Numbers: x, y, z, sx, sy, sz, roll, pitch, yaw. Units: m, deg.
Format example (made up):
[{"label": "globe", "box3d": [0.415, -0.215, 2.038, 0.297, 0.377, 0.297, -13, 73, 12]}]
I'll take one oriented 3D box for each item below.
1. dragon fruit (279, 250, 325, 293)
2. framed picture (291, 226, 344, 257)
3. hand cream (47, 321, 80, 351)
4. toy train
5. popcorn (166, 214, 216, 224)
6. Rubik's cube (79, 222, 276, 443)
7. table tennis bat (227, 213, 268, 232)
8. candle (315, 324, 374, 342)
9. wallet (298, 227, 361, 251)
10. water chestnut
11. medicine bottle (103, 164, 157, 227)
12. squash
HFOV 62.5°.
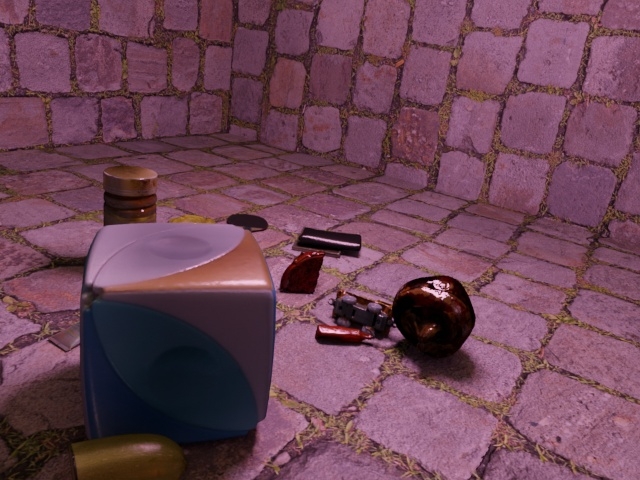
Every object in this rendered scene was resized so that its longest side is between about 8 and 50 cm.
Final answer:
[{"label": "dragon fruit", "box3d": [-0.058, 0.082, 1.699, 0.127, 0.161, 0.120, 14, 20, -18]}, {"label": "framed picture", "box3d": [0.000, 0.000, 2.113, 0.189, 0.023, 0.260, 10, 21, 4]}, {"label": "hand cream", "box3d": [-0.573, 0.214, 1.308, 0.076, 0.047, 0.174, 20, 32, 28]}, {"label": "toy train", "box3d": [0.129, 0.207, 1.532, 0.219, 0.089, 0.127, 17, 12, 23]}, {"label": "popcorn", "box3d": [-0.402, 0.042, 1.598, 0.259, 0.259, 0.212, -10, 12, -40]}, {"label": "Rubik's cube", "box3d": [-0.292, 0.173, 1.078, 0.347, 0.352, 0.352, 1, 24, -18]}, {"label": "table tennis bat", "box3d": [-0.297, -0.060, 2.160, 0.173, 0.022, 0.301, 5, 20, -10]}, {"label": "candle", "box3d": [0.067, 0.251, 1.437, 0.162, 0.048, 0.053, 6, 3, -5]}, {"label": "wallet", "box3d": [0.039, -0.009, 2.067, 0.250, 0.044, 0.149, 8, 18, 4]}, {"label": "water chestnut", "box3d": [0.299, 0.205, 1.402, 0.223, 0.224, 0.238, 20, 35, 29]}, {"label": "medicine bottle", "box3d": [-0.578, -0.052, 1.601, 0.151, 0.322, 0.151, 7, 20, -3]}, {"label": "squash", "box3d": [-0.312, 0.375, 0.866, 0.186, 0.123, 0.123, -3, 23, -25]}]
